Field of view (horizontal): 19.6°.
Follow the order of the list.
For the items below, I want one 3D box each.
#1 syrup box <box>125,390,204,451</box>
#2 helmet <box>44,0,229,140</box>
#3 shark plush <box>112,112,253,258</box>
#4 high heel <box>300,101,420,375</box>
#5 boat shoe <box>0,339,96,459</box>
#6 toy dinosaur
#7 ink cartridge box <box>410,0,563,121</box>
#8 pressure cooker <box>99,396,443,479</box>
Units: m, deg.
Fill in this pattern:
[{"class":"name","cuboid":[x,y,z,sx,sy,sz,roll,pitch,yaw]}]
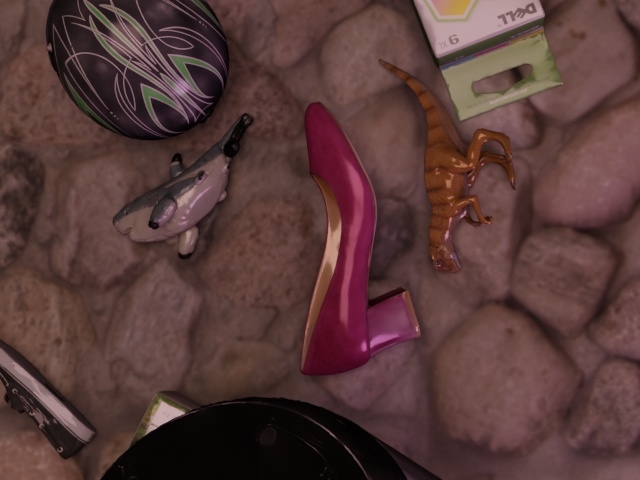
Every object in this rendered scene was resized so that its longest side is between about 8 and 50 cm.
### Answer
[{"class":"syrup box","cuboid":[-0.154,0.264,1.696,0.093,0.096,0.237,26,89,9]},{"class":"helmet","cuboid":[-0.166,-0.174,1.695,0.169,0.161,0.169,0,86,5]},{"class":"shark plush","cuboid":[-0.127,-0.061,1.741,0.067,0.073,0.161,38,95,37]},{"class":"high heel","cuboid":[0.000,0.000,1.709,0.117,0.082,0.244,-20,97,-6]},{"class":"boat shoe","cuboid":[-0.274,0.147,1.740,0.142,0.049,0.040,44,91,5]},{"class":"toy dinosaur","cuboid":[0.121,-0.078,1.712,0.112,0.064,0.212,-8,85,6]},{"class":"ink cartridge box","cuboid":[0.141,-0.228,1.721,0.109,0.062,0.209,-21,85,3]},{"class":"pressure cooker","cuboid":[0.022,0.352,1.522,0.369,0.420,0.376,13,74,38]}]
